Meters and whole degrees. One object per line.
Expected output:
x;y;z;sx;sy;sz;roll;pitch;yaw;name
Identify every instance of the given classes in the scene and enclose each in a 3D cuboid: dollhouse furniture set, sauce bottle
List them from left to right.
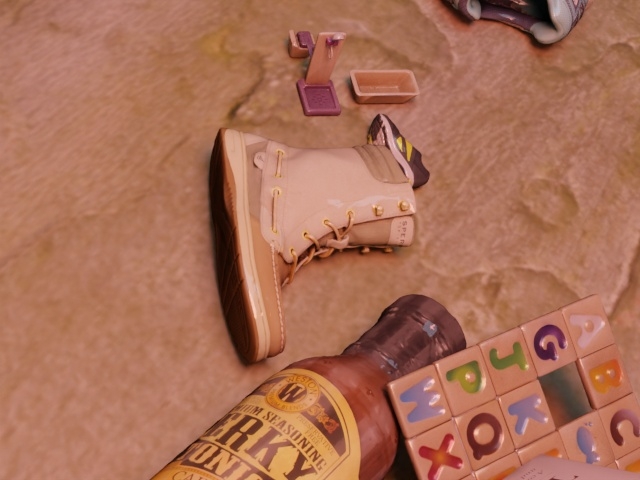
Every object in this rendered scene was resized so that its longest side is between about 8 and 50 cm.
-0.025;0.153;0.717;0.111;0.111;0.344;40;51;13;sauce bottle
0.038;-0.177;0.987;0.114;0.081;0.091;-3;57;-19;dollhouse furniture set

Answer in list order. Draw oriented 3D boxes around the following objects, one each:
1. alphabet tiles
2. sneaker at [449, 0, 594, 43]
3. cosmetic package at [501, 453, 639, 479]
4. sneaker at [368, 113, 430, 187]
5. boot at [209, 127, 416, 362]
0.166;0.179;0.755;0.198;0.009;0.237;-19;88;-28;alphabet tiles
0.153;-0.299;1.095;0.283;0.110;0.122;26;56;2;sneaker
0.074;0.253;0.535;0.377;0.284;0.097;-28;99;-24;cosmetic package
0.071;-0.079;0.964;0.035;0.031;0.083;-3;60;-35;sneaker
0.000;0.000;0.855;0.165;0.077;0.213;3;52;-17;boot
